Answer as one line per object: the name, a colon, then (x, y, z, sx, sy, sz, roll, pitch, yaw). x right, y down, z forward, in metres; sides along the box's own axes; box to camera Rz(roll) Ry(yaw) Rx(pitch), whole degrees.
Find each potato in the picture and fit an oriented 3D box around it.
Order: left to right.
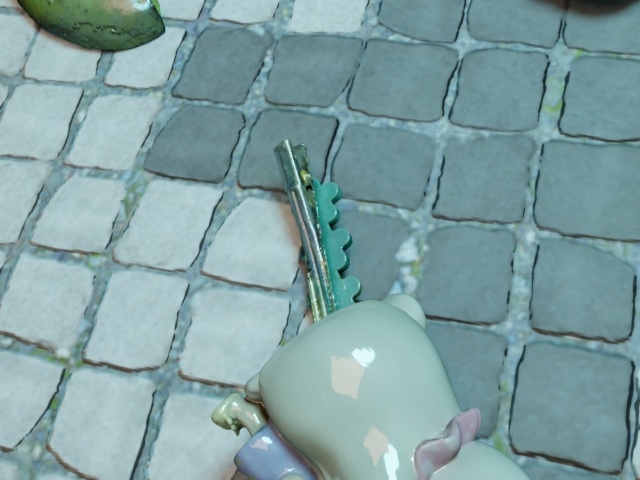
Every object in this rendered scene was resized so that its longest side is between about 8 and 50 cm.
potato: (-0.234, -0.255, 0.730, 0.119, 0.054, 0.198, -40, 64, -11)

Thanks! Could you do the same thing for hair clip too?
hair clip: (0.001, 0.000, 0.569, 0.049, 0.049, 0.173, -14, 69, 5)

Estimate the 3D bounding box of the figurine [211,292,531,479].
figurine: (0.056, 0.159, 0.440, 0.155, 0.127, 0.235, -27, 65, -22)
